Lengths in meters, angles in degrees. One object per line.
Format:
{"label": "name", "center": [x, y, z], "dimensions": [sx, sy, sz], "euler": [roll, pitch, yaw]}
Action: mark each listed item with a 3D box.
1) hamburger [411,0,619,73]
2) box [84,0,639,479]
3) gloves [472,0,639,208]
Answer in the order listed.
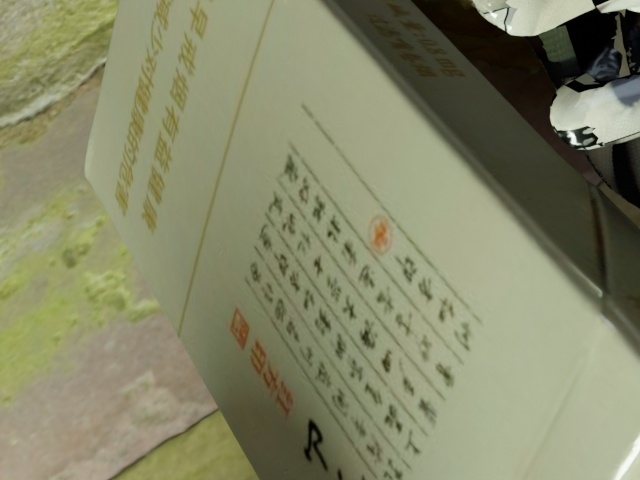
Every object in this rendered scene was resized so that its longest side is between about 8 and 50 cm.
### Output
{"label": "hamburger", "center": [0.135, -0.202, 0.565], "dimensions": [0.319, 0.158, 0.318], "euler": [-13, 56, 20]}
{"label": "box", "center": [0.001, 0.000, 0.503], "dimensions": [0.365, 0.051, 0.204], "euler": [55, 137, 39]}
{"label": "gloves", "center": [0.116, -0.076, 0.412], "dimensions": [0.111, 0.212, 0.127], "euler": [-22, 34, 14]}
